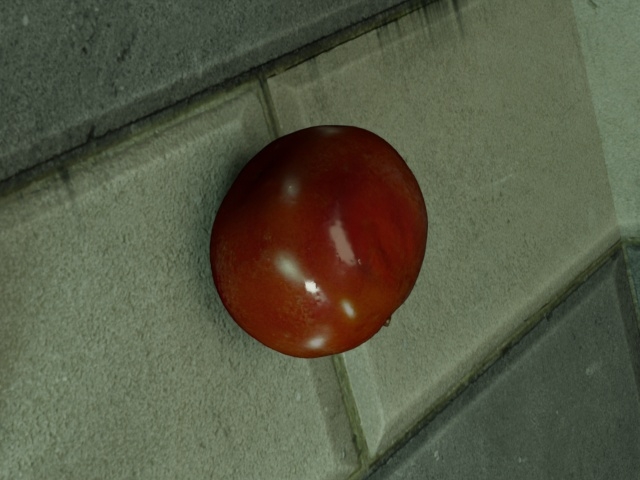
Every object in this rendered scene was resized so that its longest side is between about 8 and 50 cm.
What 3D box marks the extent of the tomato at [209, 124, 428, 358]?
[{"bbox_3d":[0.000,0.000,1.972,0.290,0.293,0.325,41,62,-26],"label":"tomato"}]
